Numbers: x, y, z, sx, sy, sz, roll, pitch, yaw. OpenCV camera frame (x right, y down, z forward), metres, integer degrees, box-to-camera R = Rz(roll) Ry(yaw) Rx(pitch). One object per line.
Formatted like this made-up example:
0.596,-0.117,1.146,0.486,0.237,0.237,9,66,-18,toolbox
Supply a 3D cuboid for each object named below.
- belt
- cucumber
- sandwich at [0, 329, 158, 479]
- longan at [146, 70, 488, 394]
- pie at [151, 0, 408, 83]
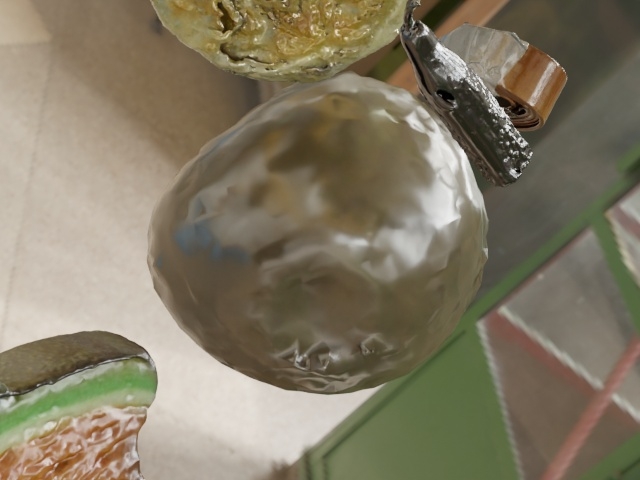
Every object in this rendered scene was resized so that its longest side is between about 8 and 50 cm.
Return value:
0.273,-0.262,2.141,0.184,0.105,0.261,33,-10,-30,belt
0.089,-0.096,0.872,0.163,0.043,0.039,45,36,-37,cucumber
-0.252,0.232,1.190,0.250,0.162,0.301,-29,115,-31,sandwich
0.009,0.004,1.711,0.404,0.436,0.404,53,-8,11,longan
-0.047,-0.322,1.416,0.339,0.339,0.077,40,25,-14,pie
